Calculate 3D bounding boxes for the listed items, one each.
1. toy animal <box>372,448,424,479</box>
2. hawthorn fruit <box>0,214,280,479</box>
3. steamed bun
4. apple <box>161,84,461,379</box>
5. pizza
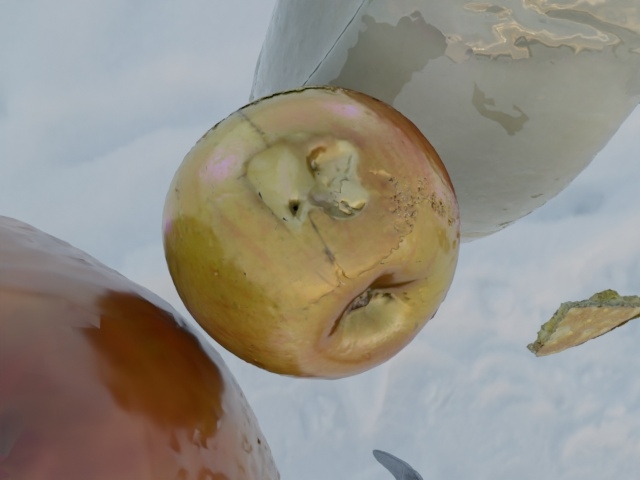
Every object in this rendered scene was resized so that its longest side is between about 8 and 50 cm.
[{"bbox_3d":[0.089,0.405,1.638,0.176,0.255,0.239,18,80,-7],"label":"toy animal"},{"bbox_3d":[-0.218,0.206,0.654,0.472,0.472,0.472,3,54,-4],"label":"hawthorn fruit"},{"bbox_3d":[0.097,-0.136,0.841,0.247,0.383,0.236,23,54,-17],"label":"steamed bun"},{"bbox_3d":[0.000,0.000,0.594,0.146,0.146,0.146,3,54,-4],"label":"apple"},{"bbox_3d":[0.232,0.063,1.092,0.123,0.108,0.026,-25,65,9],"label":"pizza"}]
